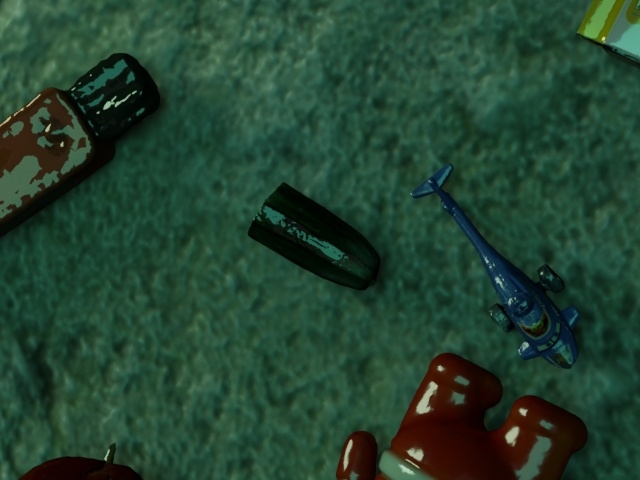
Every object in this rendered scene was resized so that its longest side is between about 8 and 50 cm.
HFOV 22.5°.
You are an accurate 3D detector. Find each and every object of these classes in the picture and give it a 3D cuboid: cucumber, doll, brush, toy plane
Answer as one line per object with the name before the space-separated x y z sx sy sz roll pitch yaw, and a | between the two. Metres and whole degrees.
cucumber | 0.000 0.000 1.146 0.105 0.048 0.048 30 94 17
doll | 0.058 0.247 1.065 0.200 0.105 0.336 25 89 40
brush | -0.260 -0.035 1.240 0.323 0.051 0.070 -33 82 10
toy plane | 0.123 0.021 1.096 0.054 0.062 0.167 -40 64 11

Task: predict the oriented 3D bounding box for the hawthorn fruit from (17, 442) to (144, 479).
hawthorn fruit | -0.175 0.221 1.146 0.148 0.148 0.172 -4 56 18

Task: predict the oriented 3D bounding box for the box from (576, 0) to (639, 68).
box | 0.302 -0.142 1.064 0.247 0.033 0.129 27 94 19
